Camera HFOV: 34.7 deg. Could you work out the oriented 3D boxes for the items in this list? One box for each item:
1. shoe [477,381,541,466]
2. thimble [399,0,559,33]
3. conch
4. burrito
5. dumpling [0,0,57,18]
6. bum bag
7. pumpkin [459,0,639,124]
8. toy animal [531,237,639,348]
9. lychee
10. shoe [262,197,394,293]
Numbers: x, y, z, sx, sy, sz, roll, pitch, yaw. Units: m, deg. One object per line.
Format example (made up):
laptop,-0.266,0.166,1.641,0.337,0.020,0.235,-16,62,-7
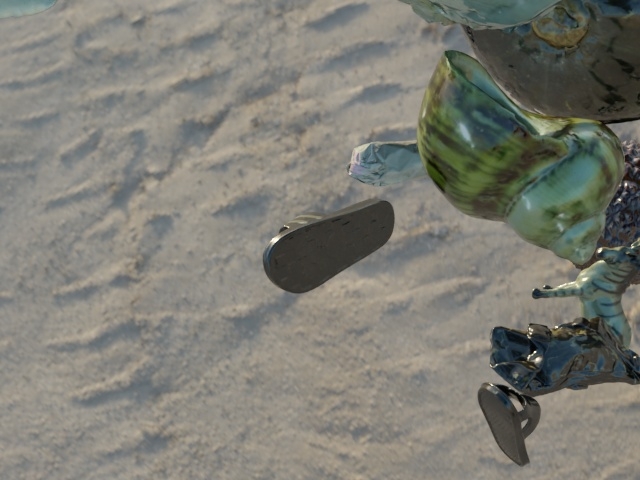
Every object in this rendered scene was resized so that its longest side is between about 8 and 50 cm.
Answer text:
shoe,0.222,0.199,1.165,0.053,0.159,0.062,-36,47,-15
thimble,0.149,-0.314,0.843,0.288,0.167,0.254,-47,37,18
conch,0.168,-0.067,0.877,0.181,0.187,0.124,33,103,26
burrito,0.126,-0.107,1.349,0.203,0.064,0.064,-9,47,-26
dumpling,-0.274,-0.270,0.879,0.155,0.111,0.181,-46,44,-4
bum bag,0.326,0.153,1.364,0.248,0.069,0.102,2,36,-31
pumpkin,0.383,-0.369,1.400,0.454,0.454,0.344,20,54,29
toy animal,0.413,0.096,1.502,0.176,0.217,0.073,-9,24,34
lychee,0.546,-0.030,1.836,0.264,0.264,0.300,4,86,21
shoe,0.000,0.000,1.035,0.049,0.071,0.179,17,30,41
